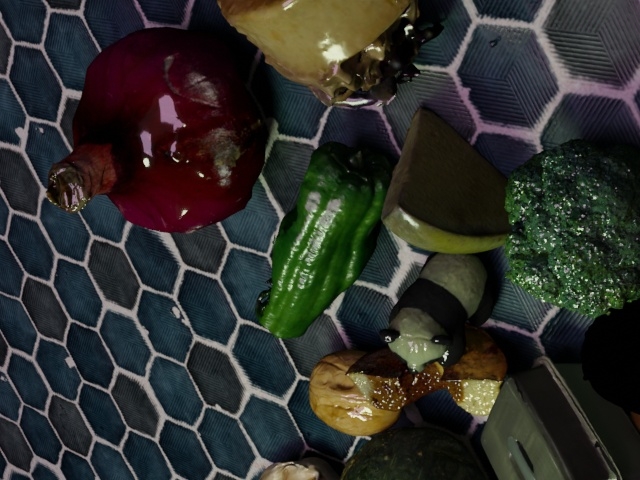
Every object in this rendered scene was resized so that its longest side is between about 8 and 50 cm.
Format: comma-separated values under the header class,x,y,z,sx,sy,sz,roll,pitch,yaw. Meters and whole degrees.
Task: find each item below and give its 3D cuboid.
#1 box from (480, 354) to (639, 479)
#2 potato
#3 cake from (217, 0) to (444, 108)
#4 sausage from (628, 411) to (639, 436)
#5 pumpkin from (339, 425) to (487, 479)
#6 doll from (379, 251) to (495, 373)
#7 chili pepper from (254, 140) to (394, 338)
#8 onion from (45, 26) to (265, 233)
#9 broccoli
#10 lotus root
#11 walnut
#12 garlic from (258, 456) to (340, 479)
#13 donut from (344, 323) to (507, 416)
class,x,y,z,sx,sy,sz,roll,pitch,yaw
box,0.386,0.343,1.645,0.291,0.166,0.221,-115,30,-46
potato,0.171,-0.060,1.630,0.269,0.255,0.112,43,131,15
cake,0.048,-0.365,1.599,0.332,0.332,0.321,-6,145,41
sausage,0.540,0.363,1.643,0.134,0.116,0.354,17,118,42
pumpkin,0.168,0.503,1.914,0.291,0.257,0.328,-17,104,41
doll,0.194,0.113,1.731,0.143,0.234,0.135,31,160,20
chili pepper,0.010,0.003,1.838,0.167,0.213,0.385,32,124,8
onion,-0.334,-0.177,1.882,0.398,0.420,0.399,27,128,40
broccoli,0.374,-0.016,1.516,0.270,0.270,0.270,49,164,9
lotus root,0.565,0.182,1.465,0.397,0.179,0.196,9,131,23
walnut,0.070,0.288,1.965,0.206,0.159,0.159,5,115,39
garlic,-0.007,0.534,2.190,0.217,0.110,0.228,45,144,-3
donut,0.208,0.229,1.829,0.294,0.151,0.112,-1,123,28
